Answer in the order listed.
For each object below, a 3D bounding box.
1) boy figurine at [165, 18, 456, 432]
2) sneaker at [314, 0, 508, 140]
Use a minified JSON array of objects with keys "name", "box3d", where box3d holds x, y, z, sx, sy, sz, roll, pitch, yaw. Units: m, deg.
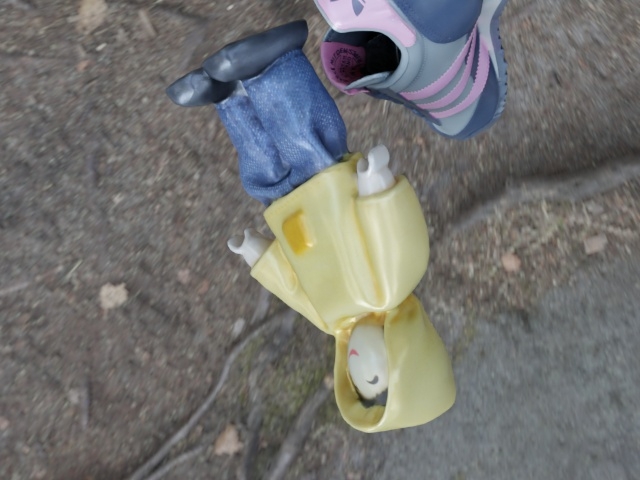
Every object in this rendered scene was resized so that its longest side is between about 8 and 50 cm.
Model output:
[{"name":"boy figurine","box3d":[0.000,0.000,0.968,0.177,0.092,0.285,-21,95,49]},{"name":"sneaker","box3d":[0.059,-0.142,1.020,0.131,0.319,0.112,-31,69,-5]}]
